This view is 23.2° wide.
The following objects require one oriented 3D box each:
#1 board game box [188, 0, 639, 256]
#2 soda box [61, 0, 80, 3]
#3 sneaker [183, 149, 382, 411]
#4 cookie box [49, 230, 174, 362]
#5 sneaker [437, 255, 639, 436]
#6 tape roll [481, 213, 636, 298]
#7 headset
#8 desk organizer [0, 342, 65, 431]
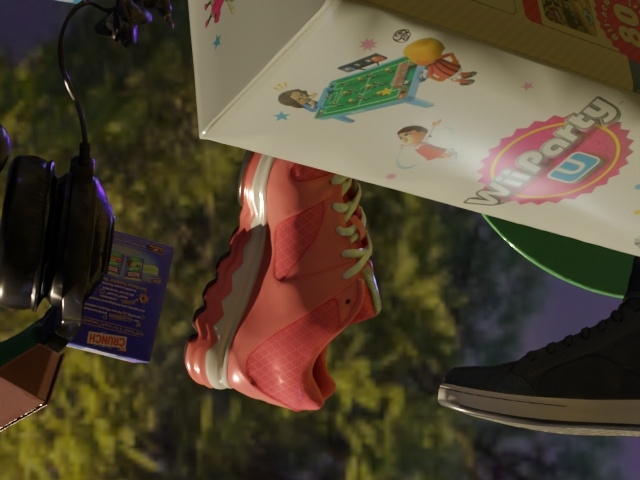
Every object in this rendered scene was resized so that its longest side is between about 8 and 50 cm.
[{"bbox_3d":[0.094,-0.122,0.659,0.303,0.097,0.224,14,-126,-32],"label":"board game box"},{"bbox_3d":[-0.272,-0.338,1.779,0.067,0.210,0.071,6,-102,-28],"label":"soda box"},{"bbox_3d":[0.000,0.000,1.261,0.116,0.136,0.314,-41,-27,-62],"label":"sneaker"},{"bbox_3d":[-0.188,0.047,1.383,0.091,0.040,0.107,17,-102,-26],"label":"cookie box"},{"bbox_3d":[0.194,0.051,1.050,0.086,0.226,0.164,33,-121,-73],"label":"sneaker"},{"bbox_3d":[0.246,-0.117,1.143,0.077,0.321,0.321,-19,-75,-83],"label":"tape roll"},{"bbox_3d":[-0.262,-0.050,1.250,0.243,0.394,0.185,33,-156,-23],"label":"headset"},{"bbox_3d":[-0.254,0.114,1.183,0.050,0.130,0.047,34,-133,-27],"label":"desk organizer"}]
